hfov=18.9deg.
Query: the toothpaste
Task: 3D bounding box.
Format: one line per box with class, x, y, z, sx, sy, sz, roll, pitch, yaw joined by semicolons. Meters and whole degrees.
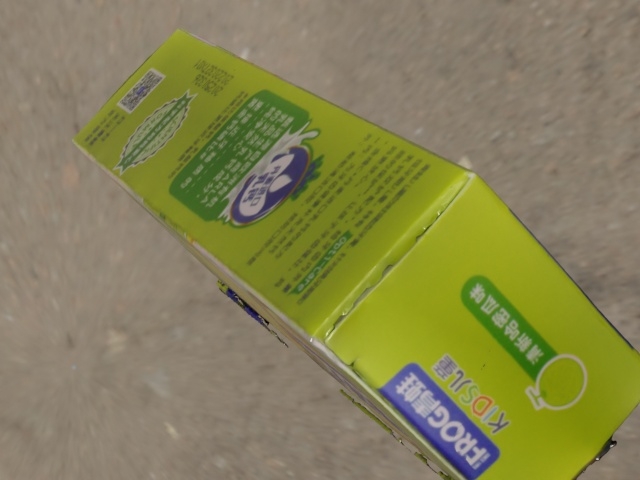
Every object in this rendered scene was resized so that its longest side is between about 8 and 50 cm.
toothpaste;0.000;0.000;0.755;0.077;0.327;0.110;-46;115;-5
